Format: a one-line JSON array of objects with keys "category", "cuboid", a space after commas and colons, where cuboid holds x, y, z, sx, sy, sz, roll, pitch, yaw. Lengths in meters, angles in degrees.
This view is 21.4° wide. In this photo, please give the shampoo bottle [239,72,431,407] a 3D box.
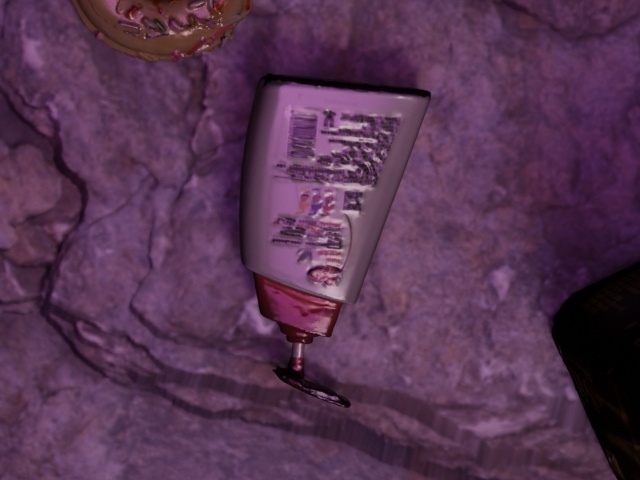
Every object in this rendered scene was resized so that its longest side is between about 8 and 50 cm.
[{"category": "shampoo bottle", "cuboid": [0.000, 0.000, 1.468, 0.153, 0.071, 0.284, 7, 99, -7]}]

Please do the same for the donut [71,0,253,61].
[{"category": "donut", "cuboid": [-0.133, -0.234, 1.429, 0.175, 0.068, 0.174, 0, 97, -3]}]

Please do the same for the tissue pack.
[{"category": "tissue pack", "cuboid": [0.337, 0.125, 1.353, 0.210, 0.370, 0.198, -22, 99, 0]}]
